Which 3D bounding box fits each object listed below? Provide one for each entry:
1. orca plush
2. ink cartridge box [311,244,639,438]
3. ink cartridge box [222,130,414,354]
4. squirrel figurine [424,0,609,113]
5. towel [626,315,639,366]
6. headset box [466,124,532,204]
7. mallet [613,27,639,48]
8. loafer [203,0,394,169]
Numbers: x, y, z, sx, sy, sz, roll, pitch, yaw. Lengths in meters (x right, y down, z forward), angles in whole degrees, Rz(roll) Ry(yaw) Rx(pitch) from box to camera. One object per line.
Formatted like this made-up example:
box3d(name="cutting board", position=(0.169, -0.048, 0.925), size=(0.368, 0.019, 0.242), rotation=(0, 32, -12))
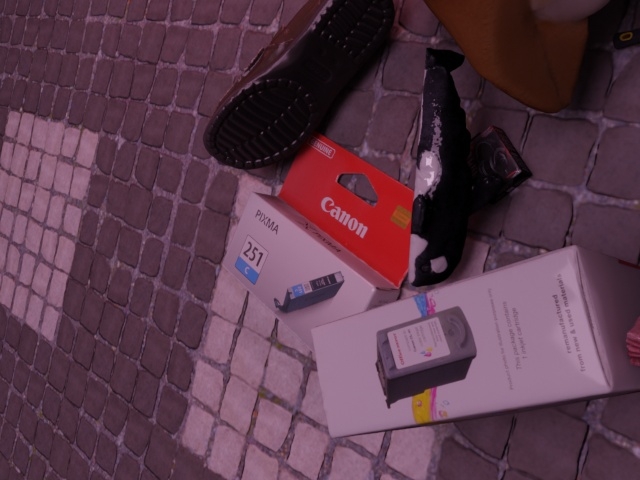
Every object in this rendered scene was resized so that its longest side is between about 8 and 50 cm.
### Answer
box3d(name="orca plush", position=(0.168, -0.083, 0.812), size=(0.102, 0.151, 0.287), rotation=(5, 87, 9))
box3d(name="ink cartridge box", position=(0.180, 0.117, 0.704), size=(0.306, 0.226, 0.131), rotation=(-24, 68, 38))
box3d(name="ink cartridge box", position=(0.000, 0.000, 0.986), size=(0.296, 0.066, 0.261), rotation=(37, 110, 38))
box3d(name="squirrel figurine", position=(0.128, -0.368, 0.712), size=(0.281, 0.397, 0.370), rotation=(-63, 37, 30))
box3d(name="towel", position=(0.438, 0.073, 0.502), size=(0.329, 0.237, 0.037), rotation=(20, 134, 41))
box3d(name="headset box", position=(0.211, -0.097, 0.832), size=(0.062, 0.032, 0.083), rotation=(-40, 62, 31))
box3d(name="mallet", position=(0.397, -0.219, 0.684), size=(0.190, 0.039, 0.062), rotation=(-14, 72, 44))
box3d(name="loafer", position=(-0.036, -0.253, 1.027), size=(0.366, 0.134, 0.130), rotation=(-40, 31, 21))
